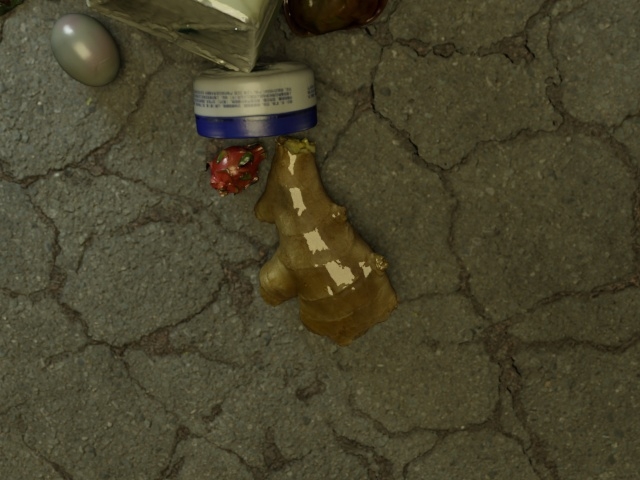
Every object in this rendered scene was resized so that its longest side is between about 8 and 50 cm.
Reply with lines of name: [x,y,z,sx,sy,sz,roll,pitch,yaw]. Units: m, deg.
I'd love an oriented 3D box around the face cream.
face cream: [-0.109,-0.238,1.648,0.206,0.206,0.111,-4,104,3]

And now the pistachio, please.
pistachio: [0.027,-0.418,1.639,0.210,0.130,0.165,-41,102,20]

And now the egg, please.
egg: [-0.401,-0.325,1.689,0.103,0.103,0.135,-36,101,10]

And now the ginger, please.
ginger: [-0.015,0.009,1.778,0.236,0.166,0.375,-36,75,45]

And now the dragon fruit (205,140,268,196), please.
dragon fruit: [-0.144,-0.130,1.744,0.116,0.086,0.081,-41,61,3]

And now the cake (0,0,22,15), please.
cake: [-0.619,-0.496,1.623,0.158,0.172,0.283,-16,105,8]

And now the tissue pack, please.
tissue pack: [-0.168,-0.491,1.519,0.297,0.207,0.380,23,74,-1]
